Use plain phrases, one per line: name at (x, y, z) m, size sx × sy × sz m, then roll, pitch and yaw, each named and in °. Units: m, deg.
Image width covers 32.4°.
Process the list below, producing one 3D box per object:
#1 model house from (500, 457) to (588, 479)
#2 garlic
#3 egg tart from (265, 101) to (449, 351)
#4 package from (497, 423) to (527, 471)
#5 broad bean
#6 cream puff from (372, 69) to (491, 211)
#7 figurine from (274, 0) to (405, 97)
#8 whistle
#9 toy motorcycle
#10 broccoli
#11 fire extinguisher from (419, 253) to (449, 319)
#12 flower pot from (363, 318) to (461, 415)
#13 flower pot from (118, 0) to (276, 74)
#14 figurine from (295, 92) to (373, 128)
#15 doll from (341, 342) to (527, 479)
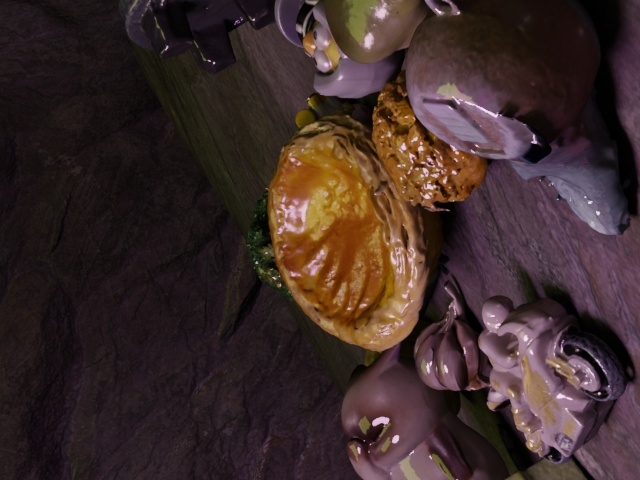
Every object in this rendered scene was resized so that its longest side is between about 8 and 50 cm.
model house at (0.354, 0.473, 1.683) m, size 0.189 × 0.214 × 0.195 m, roll 45°, pitch 158°, yaw 54°
garlic at (0.216, 0.164, 1.831) m, size 0.131 × 0.127 × 0.194 m, roll -130°, pitch 32°, yaw -62°
egg tart at (0.066, -0.021, 1.718) m, size 0.388 × 0.169 × 0.387 m, roll 24°, pitch 120°, yaw 51°
package at (0.351, 0.384, 2.003) m, size 0.110 × 0.015 × 0.037 m, roll 62°, pitch 175°, yaw 3°
broad bean at (0.069, -0.337, 1.273) m, size 0.263 × 0.121 × 0.189 m, roll 95°, pitch 152°, yaw -46°
cream puff at (0.134, -0.127, 1.407) m, size 0.189 × 0.129 × 0.189 m, roll 61°, pitch 172°, yaw 15°
figurine at (0.029, -0.293, 1.481) m, size 0.236 × 0.133 × 0.176 m, roll -124°, pitch 26°, yaw -54°
whistle at (0.210, -0.133, 1.058) m, size 0.348 × 0.189 × 0.189 m, roll 42°, pitch -177°, yaw -35°
toy motorcycle at (0.293, 0.177, 1.483) m, size 0.223 × 0.108 × 0.340 m, roll 47°, pitch 158°, yaw 24°
broccoli at (0.000, 0.000, 2.104) m, size 0.308 × 0.308 × 0.275 m, roll 59°, pitch 144°, yaw 16°
fire extinguisher at (0.159, 0.065, 1.892) m, size 0.114 × 0.095 × 0.311 m, roll 30°, pitch 163°, yaw 11°
flower pot at (0.168, 0.253, 2.121) m, size 0.195 × 0.195 × 0.179 m, roll -134°, pitch 32°, yaw -56°
flower pot at (-0.219, -0.447, 1.838) m, size 0.299 × 0.299 × 0.282 m, roll 106°, pitch 142°, yaw -75°
figurine at (0.047, -0.179, 1.825) m, size 0.178 × 0.109 × 0.129 m, roll 28°, pitch 146°, yaw 33°
doll at (0.181, 0.372, 1.930) m, size 0.370 × 0.226 × 0.215 m, roll 44°, pitch 149°, yaw 4°
